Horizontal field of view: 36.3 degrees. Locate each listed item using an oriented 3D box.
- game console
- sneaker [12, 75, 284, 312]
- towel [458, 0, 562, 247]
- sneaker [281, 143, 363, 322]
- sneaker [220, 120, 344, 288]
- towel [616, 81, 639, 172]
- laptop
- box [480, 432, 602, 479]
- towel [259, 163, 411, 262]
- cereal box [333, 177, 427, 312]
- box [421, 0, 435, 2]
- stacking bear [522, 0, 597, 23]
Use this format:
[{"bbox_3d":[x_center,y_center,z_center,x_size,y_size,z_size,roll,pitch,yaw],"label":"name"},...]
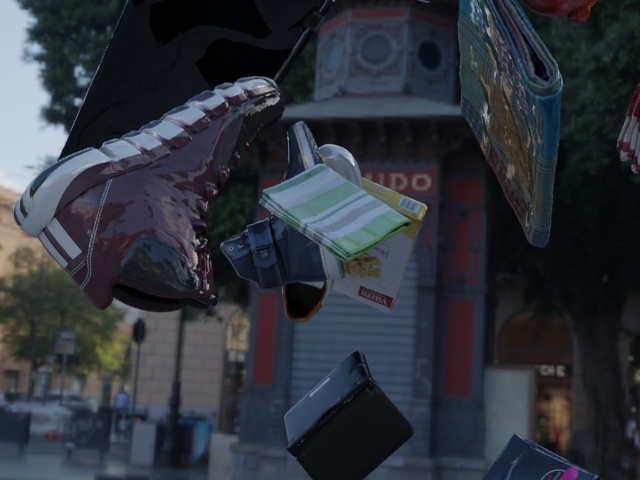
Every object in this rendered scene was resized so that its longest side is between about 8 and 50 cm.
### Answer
[{"bbox_3d":[0.028,0.200,1.063,0.071,0.122,0.107,44,9,-19],"label":"game console"},{"bbox_3d":[-0.111,-0.026,0.853,0.281,0.162,0.106,-33,-2,-34],"label":"sneaker"},{"bbox_3d":[0.236,-0.180,1.264,0.040,0.271,0.370,-20,-30,-1],"label":"towel"},{"bbox_3d":[0.000,0.000,1.512,0.106,0.290,0.123,12,26,7],"label":"sneaker"},{"bbox_3d":[-0.066,-0.044,1.357,0.164,0.226,0.086,-10,-4,9],"label":"sneaker"},{"bbox_3d":[0.380,-0.209,0.781,0.237,0.037,0.329,-12,-44,-25],"label":"towel"},{"bbox_3d":[-0.154,-0.305,1.420,0.236,0.407,0.382,27,-40,-14],"label":"laptop"},{"bbox_3d":[0.311,0.395,1.232,0.270,0.165,0.143,45,-13,-33],"label":"box"},{"bbox_3d":[0.017,-0.038,1.155,0.113,0.023,0.152,-31,49,-34],"label":"towel"},{"bbox_3d":[0.068,0.003,1.638,0.173,0.047,0.240,23,-44,10],"label":"cereal box"},{"bbox_3d":[0.241,-0.552,1.828,0.147,0.180,0.077,-16,23,-15],"label":"box"},{"bbox_3d":[0.288,-0.401,1.130,0.164,0.288,0.175,-28,40,-32],"label":"stacking bear"}]
